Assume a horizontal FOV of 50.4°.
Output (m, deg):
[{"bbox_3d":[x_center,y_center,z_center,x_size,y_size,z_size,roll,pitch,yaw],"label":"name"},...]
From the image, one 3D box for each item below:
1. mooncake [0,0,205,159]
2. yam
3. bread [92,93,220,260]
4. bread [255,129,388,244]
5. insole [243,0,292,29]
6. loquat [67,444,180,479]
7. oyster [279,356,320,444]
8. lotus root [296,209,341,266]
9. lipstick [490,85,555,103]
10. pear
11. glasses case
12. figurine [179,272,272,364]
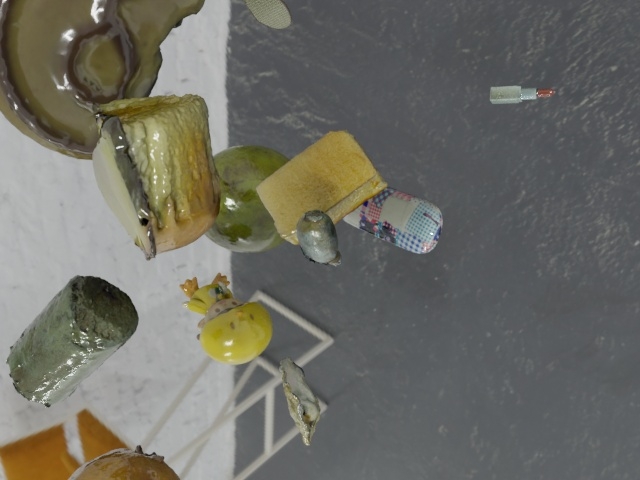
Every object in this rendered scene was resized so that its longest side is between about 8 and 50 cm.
[{"bbox_3d":[-0.360,-0.342,1.088,0.246,0.393,0.394,39,141,39],"label":"mooncake"},{"bbox_3d":[-0.567,0.224,1.548,0.300,0.195,0.195,-42,80,21],"label":"yam"},{"bbox_3d":[-0.213,-0.086,0.900,0.262,0.162,0.205,-140,42,-61],"label":"bread"},{"bbox_3d":[-0.001,-0.125,1.620,0.185,0.274,0.114,59,-172,28],"label":"bread"},{"bbox_3d":[-0.143,-0.556,1.549,0.086,0.253,0.005,-17,64,21],"label":"insole"},{"bbox_3d":[-0.335,0.468,1.136,0.238,0.238,0.193,61,154,-3],"label":"loquat"},{"bbox_3d":[-0.036,0.268,1.185,0.045,0.122,0.146,-19,128,25],"label":"oyster"},{"bbox_3d":[-0.002,0.002,1.404,0.088,0.088,0.165,27,155,34],"label":"lotus root"},{"bbox_3d":[0.419,-0.303,1.408,0.129,0.030,0.030,3,85,25],"label":"lipstick"},{"bbox_3d":[-0.220,-0.124,2.144,0.351,0.413,0.352,-1,89,41],"label":"pear"},{"bbox_3d":[0.166,-0.067,1.672,0.327,0.076,0.125,26,107,45],"label":"glasses case"},{"bbox_3d":[-0.278,0.219,2.004,0.344,0.215,0.187,46,153,48],"label":"figurine"}]
